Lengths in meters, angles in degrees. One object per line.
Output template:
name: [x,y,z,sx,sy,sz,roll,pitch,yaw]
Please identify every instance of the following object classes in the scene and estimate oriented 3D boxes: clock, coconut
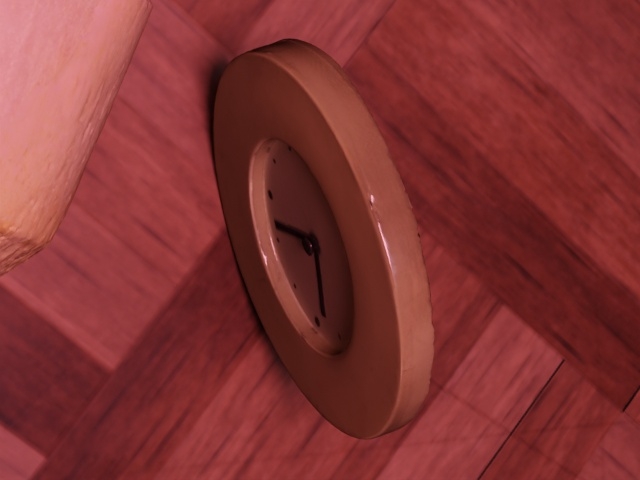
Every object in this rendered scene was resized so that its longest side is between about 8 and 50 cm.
clock: [0.000,0.000,1.056,0.029,0.235,0.235,-18,106,-21]
coconut: [-0.211,-0.118,0.945,0.239,0.239,0.244,18,92,-27]
